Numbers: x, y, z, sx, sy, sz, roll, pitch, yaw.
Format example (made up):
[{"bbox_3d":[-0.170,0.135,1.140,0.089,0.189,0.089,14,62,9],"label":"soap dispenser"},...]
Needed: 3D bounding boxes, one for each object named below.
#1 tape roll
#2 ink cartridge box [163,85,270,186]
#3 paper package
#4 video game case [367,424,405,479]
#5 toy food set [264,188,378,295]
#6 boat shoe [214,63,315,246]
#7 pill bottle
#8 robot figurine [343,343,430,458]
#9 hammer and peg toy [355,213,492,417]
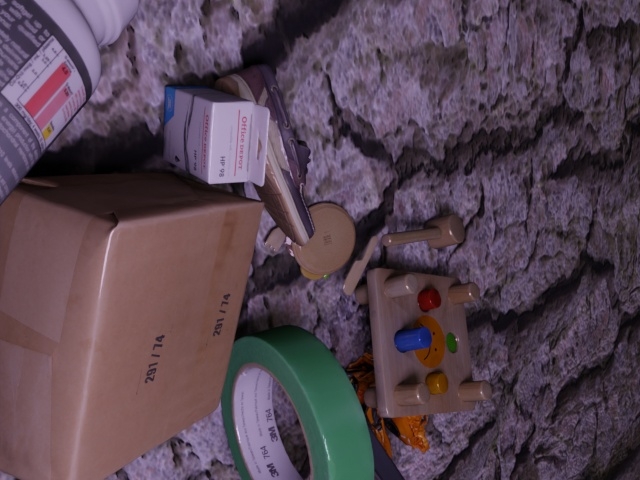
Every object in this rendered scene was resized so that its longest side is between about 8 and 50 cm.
[{"bbox_3d":[-0.047,0.292,1.030,0.077,0.321,0.321,-11,114,-33],"label":"tape roll"},{"bbox_3d":[-0.140,-0.137,0.874,0.060,0.180,0.104,-7,112,-35],"label":"ink cartridge box"},{"bbox_3d":[-0.239,0.091,0.837,0.309,0.168,0.324,-16,121,-63],"label":"paper package"},{"bbox_3d":[0.033,0.315,1.148,0.035,0.248,0.274,-41,128,-15],"label":"video game case"},{"bbox_3d":[0.000,0.000,1.139,0.192,0.039,0.132,33,82,-30],"label":"toy food set"},{"bbox_3d":[-0.059,-0.122,0.995,0.092,0.103,0.285,-34,118,-19],"label":"boat shoe"},{"bbox_3d":[-0.347,-0.158,0.648,0.210,0.210,0.362,51,59,-39],"label":"pill bottle"},{"bbox_3d":[0.134,0.327,1.339,0.211,0.085,0.290,-31,124,-26],"label":"robot figurine"},{"bbox_3d":[0.175,0.130,1.221,0.266,0.127,0.361,8,72,-43],"label":"hammer and peg toy"}]
